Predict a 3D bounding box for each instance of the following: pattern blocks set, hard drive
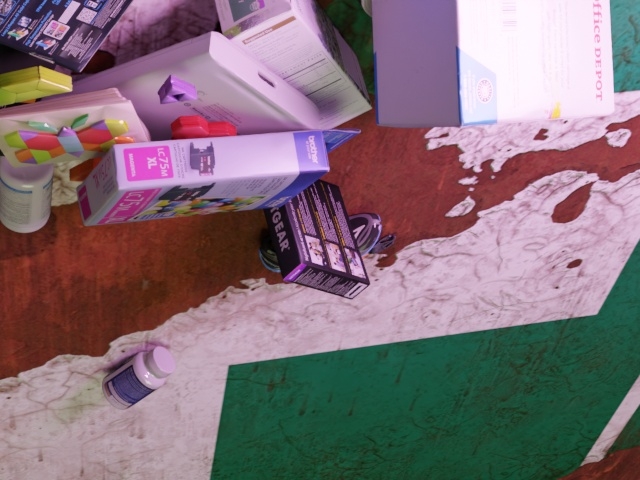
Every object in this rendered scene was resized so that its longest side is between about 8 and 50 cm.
[{"bbox_3d":[-0.286,-0.124,1.633,0.325,0.026,0.285,-12,159,16],"label":"pattern blocks set"},{"bbox_3d":[-0.184,-0.151,1.724,0.307,0.040,0.203,-13,150,35],"label":"hard drive"}]

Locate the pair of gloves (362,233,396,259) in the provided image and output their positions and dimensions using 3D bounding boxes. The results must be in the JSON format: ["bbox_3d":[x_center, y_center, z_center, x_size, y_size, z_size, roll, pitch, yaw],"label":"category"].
[{"bbox_3d":[0.072,0.003,2.203,0.074,0.010,0.083,-33,145,25],"label":"pair of gloves"}]

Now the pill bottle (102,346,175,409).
[{"bbox_3d":[-0.295,0.223,2.334,0.120,0.067,0.067,-34,144,28],"label":"pill bottle"}]

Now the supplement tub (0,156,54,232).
[{"bbox_3d":[-0.382,-0.067,1.842,0.071,0.071,0.107,-4,146,-18],"label":"supplement tub"}]

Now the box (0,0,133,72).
[{"bbox_3d":[-0.266,-0.286,1.445,0.175,0.051,0.220,18,127,-37],"label":"box"}]

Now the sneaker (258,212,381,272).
[{"bbox_3d":[0.000,0.000,2.113,0.188,0.067,0.078,-13,155,2],"label":"sneaker"}]

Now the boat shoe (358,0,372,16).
[{"bbox_3d":[0.047,-0.308,1.682,0.046,0.038,0.125,-52,147,-2],"label":"boat shoe"}]

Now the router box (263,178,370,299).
[{"bbox_3d":[-0.012,-0.014,1.981,0.133,0.179,0.046,18,133,-41],"label":"router box"}]

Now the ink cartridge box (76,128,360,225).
[{"bbox_3d":[-0.120,-0.077,1.721,0.311,0.065,0.186,-9,171,-23],"label":"ink cartridge box"}]

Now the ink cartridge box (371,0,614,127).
[{"bbox_3d":[0.202,-0.222,1.672,0.233,0.171,0.168,-6,-174,-32],"label":"ink cartridge box"}]

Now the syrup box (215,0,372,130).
[{"bbox_3d":[-0.032,-0.230,1.715,0.096,0.093,0.237,-25,147,15],"label":"syrup box"}]

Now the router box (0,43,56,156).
[{"bbox_3d":[-0.457,-0.206,1.580,0.309,0.081,0.243,4,144,-29],"label":"router box"}]
